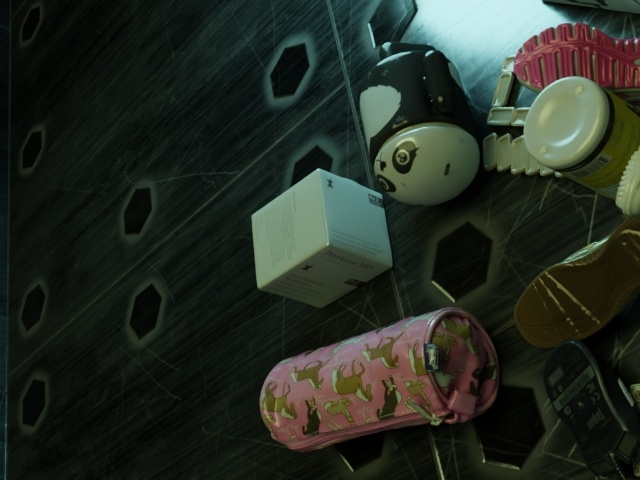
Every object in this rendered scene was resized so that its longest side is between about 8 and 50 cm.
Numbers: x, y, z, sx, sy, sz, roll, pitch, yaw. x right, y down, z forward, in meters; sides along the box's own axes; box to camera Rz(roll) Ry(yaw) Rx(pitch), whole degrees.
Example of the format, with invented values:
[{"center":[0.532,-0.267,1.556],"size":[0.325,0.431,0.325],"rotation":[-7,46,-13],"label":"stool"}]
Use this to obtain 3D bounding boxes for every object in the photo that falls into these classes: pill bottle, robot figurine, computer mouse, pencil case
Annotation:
[{"center":[0.367,-0.120,1.273],"size":[0.119,0.209,0.119],"rotation":[-22,59,43],"label":"pill bottle"},{"center":[0.150,-0.187,1.582],"size":[0.174,0.209,0.278],"rotation":[-20,57,16],"label":"robot figurine"},{"center":[0.349,0.265,1.263],"size":[0.184,0.060,0.262],"rotation":[-62,36,33],"label":"computer mouse"},{"center":[0.079,0.220,1.514],"size":[0.386,0.167,0.160],"rotation":[-22,91,43],"label":"pencil case"}]

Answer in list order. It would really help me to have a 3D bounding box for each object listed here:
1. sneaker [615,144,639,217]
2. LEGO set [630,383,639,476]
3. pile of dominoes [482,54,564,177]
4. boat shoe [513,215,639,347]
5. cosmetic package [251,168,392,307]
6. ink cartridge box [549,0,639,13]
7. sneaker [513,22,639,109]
[{"center":[0.465,-0.070,1.160],"size":[0.153,0.235,0.094],"rotation":[35,135,38],"label":"sneaker"},{"center":[0.467,0.241,1.147],"size":[0.244,0.060,0.182],"rotation":[-27,54,55],"label":"LEGO set"},{"center":[0.344,-0.184,1.484],"size":[0.251,0.040,0.195],"rotation":[12,84,59],"label":"pile of dominoes"},{"center":[0.377,0.048,1.303],"size":[0.285,0.089,0.104],"rotation":[-40,74,36],"label":"boat shoe"},{"center":[0.000,0.000,1.700],"size":[0.184,0.151,0.151],"rotation":[-33,52,39],"label":"cosmetic package"},{"center":[0.404,-0.434,1.448],"size":[0.237,0.100,0.171],"rotation":[28,97,51],"label":"ink cartridge box"},{"center":[0.383,-0.218,1.320],"size":[0.252,0.111,0.102],"rotation":[6,77,15],"label":"sneaker"}]
